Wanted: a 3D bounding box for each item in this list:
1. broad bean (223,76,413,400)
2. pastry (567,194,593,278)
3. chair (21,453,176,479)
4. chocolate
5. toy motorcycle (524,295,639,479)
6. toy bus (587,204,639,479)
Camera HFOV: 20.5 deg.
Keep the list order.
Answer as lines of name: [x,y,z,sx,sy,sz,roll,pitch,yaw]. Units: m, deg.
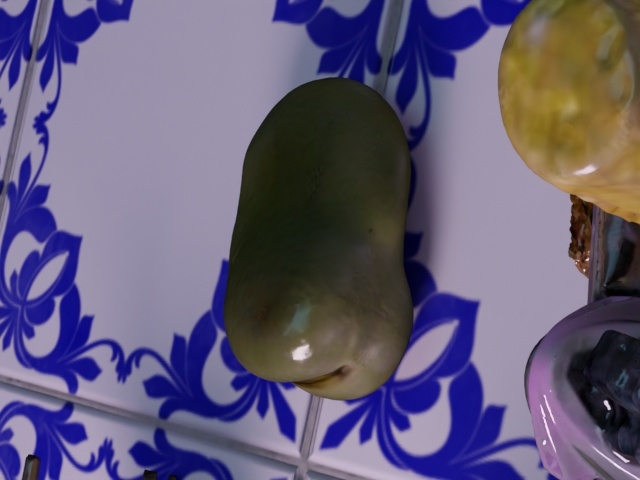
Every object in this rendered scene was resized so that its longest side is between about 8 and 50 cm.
broad bean: [0.000,0.000,1.339,0.189,0.121,0.263,-30,44,44]
pastry: [0.196,-0.053,1.166,0.087,0.063,0.169,-12,72,47]
chair: [-0.141,0.310,1.345,0.188,0.166,0.272,-2,78,46]
chocolate: [0.255,-0.044,0.825,0.162,0.445,0.162,-15,71,48]
toy motorcycle: [0.230,0.109,0.902,0.188,0.327,0.143,13,78,55]
toy bus: [0.221,-0.001,1.061,0.138,0.112,0.317,4,84,7]
